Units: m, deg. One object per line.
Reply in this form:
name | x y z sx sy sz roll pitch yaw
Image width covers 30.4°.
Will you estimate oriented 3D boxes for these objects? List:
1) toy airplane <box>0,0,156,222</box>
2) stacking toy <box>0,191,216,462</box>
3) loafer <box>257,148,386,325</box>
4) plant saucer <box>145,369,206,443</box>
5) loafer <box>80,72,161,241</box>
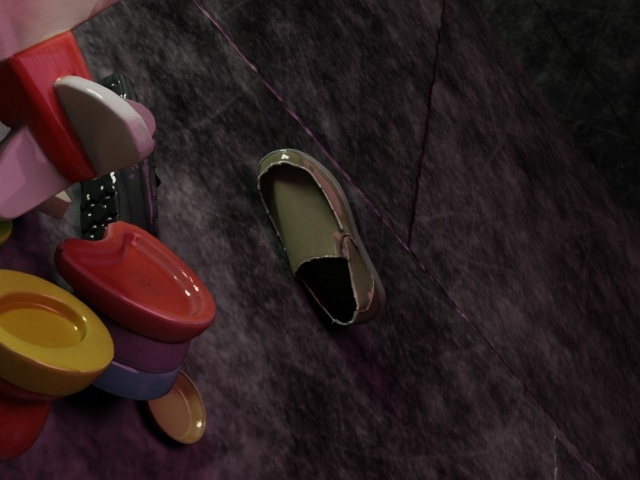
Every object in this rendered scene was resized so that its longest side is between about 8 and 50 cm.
toy airplane | -0.257 -0.214 0.938 0.384 0.272 0.386 16 54 -28
stacking toy | -0.260 0.052 0.997 0.279 0.130 0.309 39 18 16
loafer | 0.000 0.000 1.467 0.251 0.094 0.087 58 22 -6
plant saucer | -0.144 0.160 1.137 0.083 0.015 0.083 42 31 -34
loafer | -0.204 -0.069 1.204 0.078 0.076 0.223 35 40 -51
